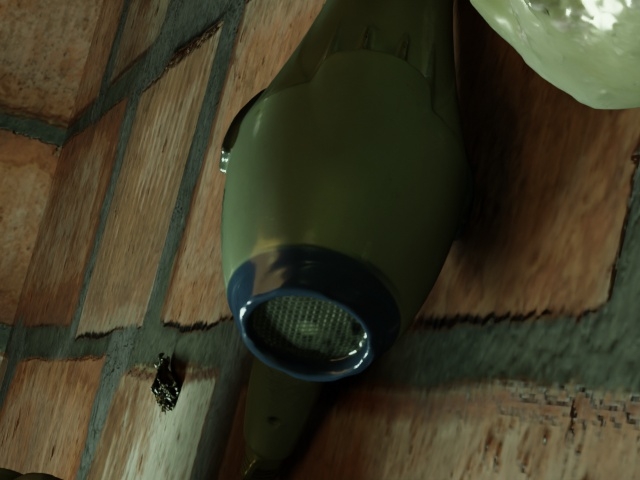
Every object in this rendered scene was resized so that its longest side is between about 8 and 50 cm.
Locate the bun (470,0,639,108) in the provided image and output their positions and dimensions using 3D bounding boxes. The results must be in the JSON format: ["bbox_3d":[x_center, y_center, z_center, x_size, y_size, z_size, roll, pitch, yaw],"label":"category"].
[{"bbox_3d":[0.109,-0.164,0.519,0.231,0.133,0.231,-161,90,-74],"label":"bun"}]

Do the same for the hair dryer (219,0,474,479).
[{"bbox_3d":[0.013,-0.040,0.817,0.298,0.119,0.295,112,175,-67],"label":"hair dryer"}]

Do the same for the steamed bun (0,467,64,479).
[{"bbox_3d":[-0.187,0.252,0.906,0.394,0.238,0.346,46,153,47],"label":"steamed bun"}]

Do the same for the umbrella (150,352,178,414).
[{"bbox_3d":[-0.122,0.111,1.227,0.083,0.020,0.031,-123,12,-69],"label":"umbrella"}]
